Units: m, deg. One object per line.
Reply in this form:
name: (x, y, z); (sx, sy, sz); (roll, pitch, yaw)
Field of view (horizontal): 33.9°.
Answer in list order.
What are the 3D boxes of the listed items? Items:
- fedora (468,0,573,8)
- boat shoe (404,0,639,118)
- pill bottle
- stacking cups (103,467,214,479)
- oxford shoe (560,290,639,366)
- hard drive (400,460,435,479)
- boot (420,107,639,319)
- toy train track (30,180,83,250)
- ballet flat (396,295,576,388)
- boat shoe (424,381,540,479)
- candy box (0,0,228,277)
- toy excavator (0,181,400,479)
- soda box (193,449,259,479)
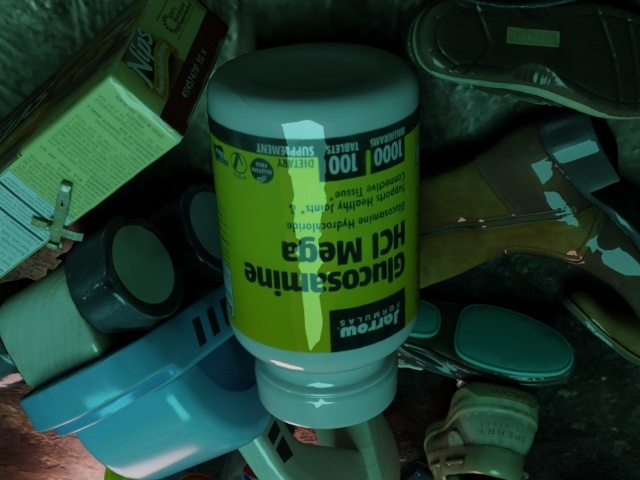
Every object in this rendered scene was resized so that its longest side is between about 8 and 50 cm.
fedora: (0.133, -0.301, 0.689); (0.334, 0.152, 0.334); (12, 117, 25)
boat shoe: (0.196, -0.164, 0.919); (0.257, 0.095, 0.095); (11, 90, -15)
pill bottle: (0.000, 0.000, 0.978); (0.187, 0.188, 0.334); (2, 117, 10)
stacking cups: (-0.173, 0.316, 1.308); (0.096, 0.096, 0.316); (40, 158, -23)
oxford shoe: (0.356, 0.101, 1.137); (0.212, 0.076, 0.076); (29, 102, -13)
hard drive: (0.160, 0.354, 1.421); (0.135, 0.022, 0.094); (30, 130, -15)
boot: (0.193, 0.016, 1.064); (0.280, 0.096, 0.264); (-22, 124, 28)
toy train track: (-0.231, -0.018, 0.925); (0.048, 0.014, 0.083); (18, 133, -8)
ballet flat: (0.141, 0.114, 1.172); (0.280, 0.095, 0.096); (16, 143, 11)
boat shoe: (0.178, 0.268, 1.226); (0.121, 0.110, 0.341); (8, 154, 7)
candy box: (-0.238, -0.096, 0.991); (0.316, 0.183, 0.087); (-32, 118, 33)
toy excavator: (-0.111, 0.173, 1.156); (0.222, 0.433, 0.445); (-25, 94, 29)
soda box: (-0.176, 0.385, 1.471); (0.098, 0.091, 0.286); (36, 128, -18)
